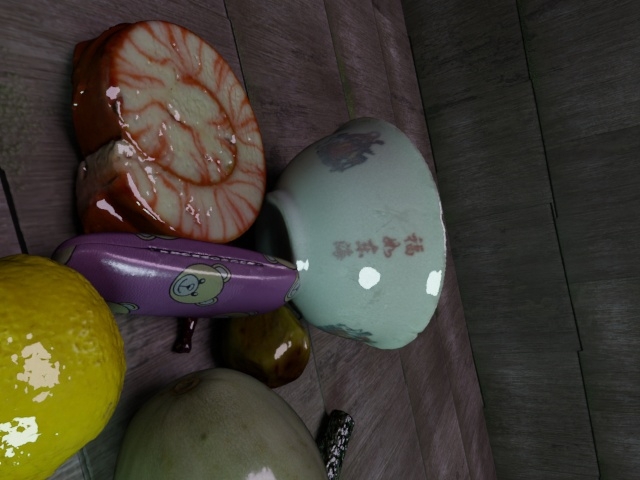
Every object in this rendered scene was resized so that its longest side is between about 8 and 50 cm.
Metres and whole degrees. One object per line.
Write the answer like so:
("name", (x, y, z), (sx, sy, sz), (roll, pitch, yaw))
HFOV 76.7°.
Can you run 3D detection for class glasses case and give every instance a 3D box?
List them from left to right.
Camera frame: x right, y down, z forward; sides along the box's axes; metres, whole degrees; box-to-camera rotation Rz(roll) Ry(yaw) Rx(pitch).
("glasses case", (-0.169, 0.052, 0.531), (0.316, 0.123, 0.076), (11, 50, -37))

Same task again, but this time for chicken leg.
("chicken leg", (-0.184, 0.075, 0.648), (0.205, 0.053, 0.093), (-59, 145, -43))

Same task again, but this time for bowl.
("bowl", (0.000, 0.000, 0.732), (0.195, 0.434, 0.436), (-8, 88, -28))

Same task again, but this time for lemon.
("lemon", (-0.273, 0.111, 0.363), (0.193, 0.180, 0.180), (47, 32, 7))

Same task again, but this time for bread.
("bread", (-0.208, -0.143, 0.603), (0.295, 0.114, 0.328), (0, 80, -59))

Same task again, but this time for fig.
("fig", (-0.097, 0.164, 0.676), (0.154, 0.144, 0.166), (76, -10, -79))

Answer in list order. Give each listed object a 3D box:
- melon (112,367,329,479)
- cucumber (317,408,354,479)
("melon", (-0.114, 0.315, 0.493), (0.271, 0.271, 0.308), (17, 50, -56))
("cucumber", (0.002, 0.491, 0.813), (0.068, 0.067, 0.294), (59, 38, -31))
